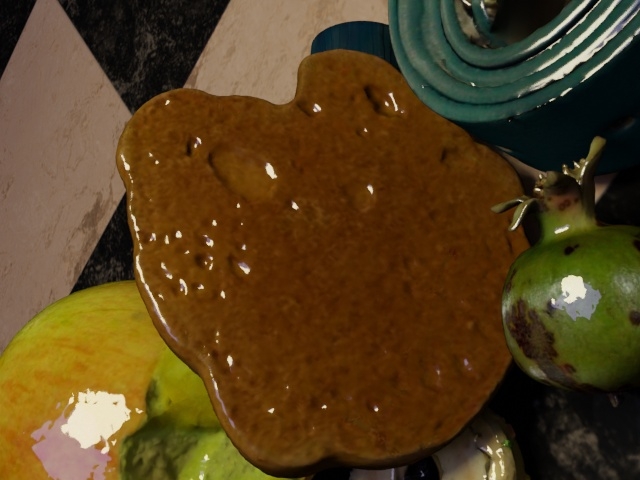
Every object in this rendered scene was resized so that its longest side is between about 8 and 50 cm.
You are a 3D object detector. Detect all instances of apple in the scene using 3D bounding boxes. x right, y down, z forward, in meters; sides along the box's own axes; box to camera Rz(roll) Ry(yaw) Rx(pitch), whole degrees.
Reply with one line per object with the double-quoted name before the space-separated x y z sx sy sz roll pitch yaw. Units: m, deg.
"apple" -0.166 0.196 0.796 0.340 0.340 0.339 -16 67 44

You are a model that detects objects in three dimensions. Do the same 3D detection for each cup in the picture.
"cup" 0.029 -0.137 0.859 0.150 0.113 0.138 -15 66 42

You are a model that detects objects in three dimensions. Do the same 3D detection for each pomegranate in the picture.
"pomegranate" 0.190 0.033 0.600 0.148 0.148 0.169 -39 85 33

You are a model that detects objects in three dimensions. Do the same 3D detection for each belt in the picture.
"belt" 0.225 -0.271 0.644 0.300 0.173 0.436 16 90 46

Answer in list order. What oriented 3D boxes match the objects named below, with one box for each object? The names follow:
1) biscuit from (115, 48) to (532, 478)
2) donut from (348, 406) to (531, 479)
"biscuit" 0.000 0.000 0.698 0.381 0.074 0.359 36 69 11
"donut" 0.105 0.210 0.713 0.175 0.068 0.174 -19 62 42
